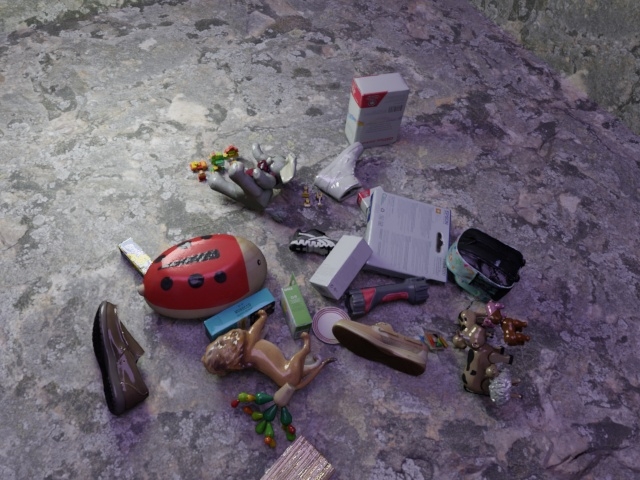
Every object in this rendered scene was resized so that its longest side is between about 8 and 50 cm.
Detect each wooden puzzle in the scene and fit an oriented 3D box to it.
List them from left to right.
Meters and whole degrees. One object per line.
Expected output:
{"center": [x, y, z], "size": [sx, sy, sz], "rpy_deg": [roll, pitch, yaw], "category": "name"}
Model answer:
{"center": [0.398, 0.349, 1.748], "size": [0.116, 0.014, 0.079], "rpy_deg": [1, 45, -41], "category": "wooden puzzle"}

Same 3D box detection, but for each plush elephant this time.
{"center": [-0.225, -0.262, 1.976], "size": [0.329, 0.271, 0.256], "rpy_deg": [33, 68, -19], "category": "plush elephant"}

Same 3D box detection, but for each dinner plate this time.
{"center": [0.040, 0.300, 1.762], "size": [0.141, 0.017, 0.141], "rpy_deg": [3, 56, -5], "category": "dinner plate"}

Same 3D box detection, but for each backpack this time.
{"center": [0.602, 0.084, 1.876], "size": [0.253, 0.191, 0.225], "rpy_deg": [36, 52, 5], "category": "backpack"}

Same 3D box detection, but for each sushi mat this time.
{"center": [-0.107, 0.729, 1.446], "size": [0.151, 0.019, 0.316], "rpy_deg": [37, 59, 19], "category": "sushi mat"}

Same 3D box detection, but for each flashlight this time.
{"center": [0.243, 0.208, 1.810], "size": [0.303, 0.103, 0.103], "rpy_deg": [-5, 52, -16], "category": "flashlight"}

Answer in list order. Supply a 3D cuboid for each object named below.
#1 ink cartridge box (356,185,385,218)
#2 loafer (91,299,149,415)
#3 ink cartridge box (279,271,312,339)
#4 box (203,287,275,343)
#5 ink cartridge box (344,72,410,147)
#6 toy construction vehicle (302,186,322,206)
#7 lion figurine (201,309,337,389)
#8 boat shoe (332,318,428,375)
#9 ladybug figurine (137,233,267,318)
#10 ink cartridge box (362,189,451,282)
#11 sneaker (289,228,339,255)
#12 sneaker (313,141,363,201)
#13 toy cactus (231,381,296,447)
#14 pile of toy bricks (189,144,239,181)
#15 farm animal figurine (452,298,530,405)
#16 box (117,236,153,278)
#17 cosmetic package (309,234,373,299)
{"center": [0.233, -0.139, 2.062], "size": [0.109, 0.063, 0.151], "rpy_deg": [-19, 61, -18], "category": "ink cartridge box"}
{"center": [-0.631, 0.362, 1.584], "size": [0.130, 0.134, 0.366], "rpy_deg": [-4, 63, -38], "category": "loafer"}
{"center": [-0.096, 0.226, 1.739], "size": [0.062, 0.109, 0.209], "rpy_deg": [-13, 58, -18], "category": "ink cartridge box"}
{"center": [-0.272, 0.260, 1.700], "size": [0.244, 0.101, 0.060], "rpy_deg": [-28, 64, -23], "category": "box"}
{"center": [0.243, -0.571, 2.214], "size": [0.225, 0.306, 0.131], "rpy_deg": [-11, 57, -15], "category": "ink cartridge box"}
{"center": [-0.034, -0.183, 2.075], "size": [0.085, 0.035, 0.098], "rpy_deg": [5, 55, -4], "category": "toy construction vehicle"}
{"center": [-0.163, 0.381, 1.599], "size": [0.391, 0.142, 0.240], "rpy_deg": [21, 46, 13], "category": "lion figurine"}
{"center": [0.203, 0.342, 1.701], "size": [0.340, 0.122, 0.110], "rpy_deg": [26, 51, -2], "category": "boat shoe"}
{"center": [-0.400, 0.105, 1.720], "size": [0.448, 0.162, 0.305], "rpy_deg": [-18, 57, -20], "category": "ladybug figurine"}
{"center": [0.338, -0.008, 1.946], "size": [0.329, 0.071, 0.325], "rpy_deg": [15, 65, -9], "category": "ink cartridge box"}
{"center": [0.000, 0.000, 1.927], "size": [0.234, 0.078, 0.106], "rpy_deg": [6, 57, -1], "category": "sneaker"}
{"center": [0.128, -0.285, 2.132], "size": [0.169, 0.108, 0.292], "rpy_deg": [38, 69, 16], "category": "sneaker"}
{"center": [-0.147, 0.511, 1.515], "size": [0.219, 0.112, 0.181], "rpy_deg": [38, 92, 10], "category": "toy cactus"}
{"center": [-0.433, -0.331, 2.083], "size": [0.212, 0.105, 0.118], "rpy_deg": [-16, 59, -18], "category": "pile of toy bricks"}
{"center": [0.533, 0.357, 1.671], "size": [0.172, 0.330, 0.327], "rpy_deg": [7, 83, -5], "category": "farm animal figurine"}
{"center": [-0.660, 0.067, 1.810], "size": [0.169, 0.054, 0.059], "rpy_deg": [41, 60, 20], "category": "box"}
{"center": [0.076, 0.093, 1.813], "size": [0.231, 0.085, 0.117], "rpy_deg": [-50, 31, -19], "category": "cosmetic package"}
